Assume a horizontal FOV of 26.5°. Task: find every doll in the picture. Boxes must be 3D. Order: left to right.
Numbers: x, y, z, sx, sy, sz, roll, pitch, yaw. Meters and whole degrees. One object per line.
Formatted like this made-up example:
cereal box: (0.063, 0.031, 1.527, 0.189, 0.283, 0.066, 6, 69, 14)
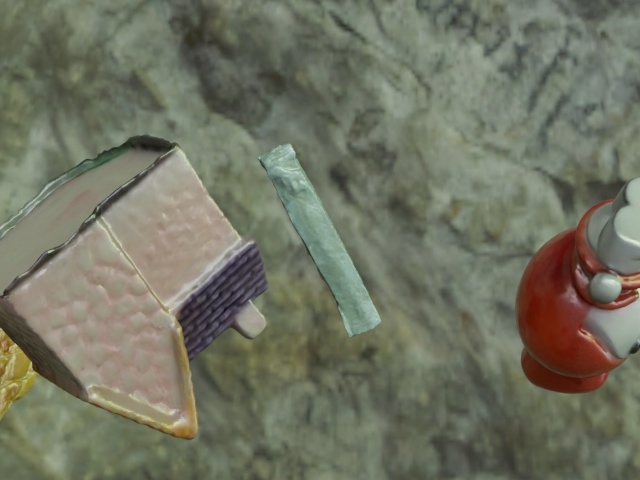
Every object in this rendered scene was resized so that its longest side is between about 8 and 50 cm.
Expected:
doll: (0.251, 0.056, 1.275, 0.129, 0.161, 0.290, 24, -36, 5)

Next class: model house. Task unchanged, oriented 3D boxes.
model house: (-0.191, 0.057, 1.342, 0.202, 0.237, 0.237, 1, -50, 58)

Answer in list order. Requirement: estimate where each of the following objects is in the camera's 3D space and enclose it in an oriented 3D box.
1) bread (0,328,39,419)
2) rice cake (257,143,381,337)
bread: (-0.395, 0.110, 1.559, 0.068, 0.125, 0.188, 0, -55, 29)
rice cake: (0.000, 0.000, 0.792, 0.022, 0.021, 0.121, -27, -85, 0)
